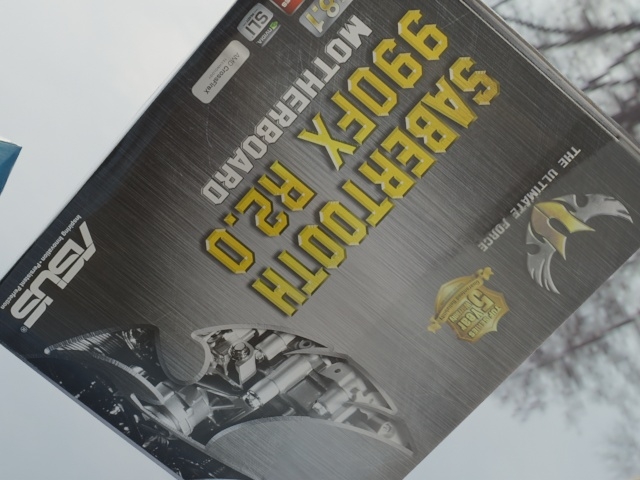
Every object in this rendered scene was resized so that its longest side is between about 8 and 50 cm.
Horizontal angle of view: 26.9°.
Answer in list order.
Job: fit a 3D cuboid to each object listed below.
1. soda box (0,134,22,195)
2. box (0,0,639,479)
[{"bbox_3d":[-0.196,-0.029,0.471,0.071,0.067,0.210,27,-174,16],"label":"soda box"},{"bbox_3d":[0.000,0.000,0.548,0.183,0.231,0.056,40,-163,-10],"label":"box"}]
